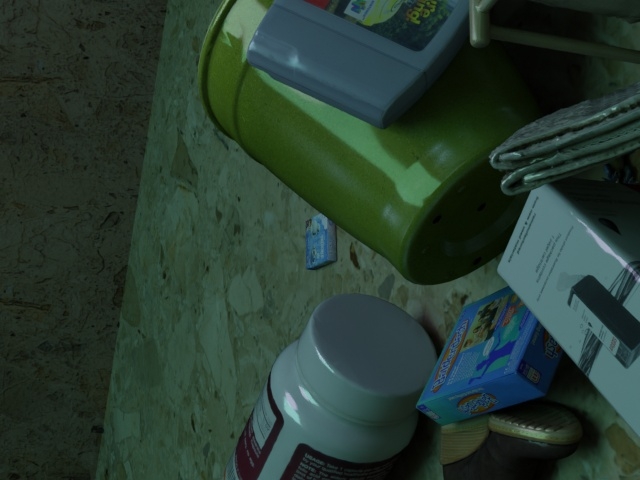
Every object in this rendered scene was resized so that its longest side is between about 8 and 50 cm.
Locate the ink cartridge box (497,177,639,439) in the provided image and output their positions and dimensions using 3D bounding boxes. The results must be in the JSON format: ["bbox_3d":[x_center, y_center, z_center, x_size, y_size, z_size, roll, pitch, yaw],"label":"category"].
[{"bbox_3d":[0.313,0.062,0.870,0.273,0.197,0.114,-122,42,-51],"label":"ink cartridge box"}]

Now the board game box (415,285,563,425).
[{"bbox_3d":[0.210,0.124,1.173,0.160,0.047,0.210,-60,12,-29],"label":"board game box"}]

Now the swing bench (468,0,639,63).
[{"bbox_3d":[0.265,-0.316,0.967,0.165,0.253,0.255,132,137,-53],"label":"swing bench"}]

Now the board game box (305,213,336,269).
[{"bbox_3d":[0.000,0.000,1.775,0.090,0.020,0.090,-26,63,61],"label":"board game box"}]

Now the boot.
[{"bbox_3d":[0.232,0.299,1.182,0.248,0.090,0.207,-13,86,63],"label":"boot"}]

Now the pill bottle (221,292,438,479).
[{"bbox_3d":[0.009,0.276,1.470,0.224,0.224,0.392,-111,35,-42],"label":"pill bottle"}]

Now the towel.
[{"bbox_3d":[0.256,-0.108,0.898,0.049,0.187,0.282,69,-161,-5],"label":"towel"}]

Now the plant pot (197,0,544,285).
[{"bbox_3d":[0.095,-0.145,1.214,0.353,0.366,0.366,53,136,30],"label":"plant pot"}]

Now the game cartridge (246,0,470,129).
[{"bbox_3d":[0.075,-0.273,1.072,0.294,0.196,0.060,-61,-10,-12],"label":"game cartridge"}]

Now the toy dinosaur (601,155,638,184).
[{"bbox_3d":[0.312,-0.087,1.088,0.082,0.047,0.090,-88,6,-54],"label":"toy dinosaur"}]
